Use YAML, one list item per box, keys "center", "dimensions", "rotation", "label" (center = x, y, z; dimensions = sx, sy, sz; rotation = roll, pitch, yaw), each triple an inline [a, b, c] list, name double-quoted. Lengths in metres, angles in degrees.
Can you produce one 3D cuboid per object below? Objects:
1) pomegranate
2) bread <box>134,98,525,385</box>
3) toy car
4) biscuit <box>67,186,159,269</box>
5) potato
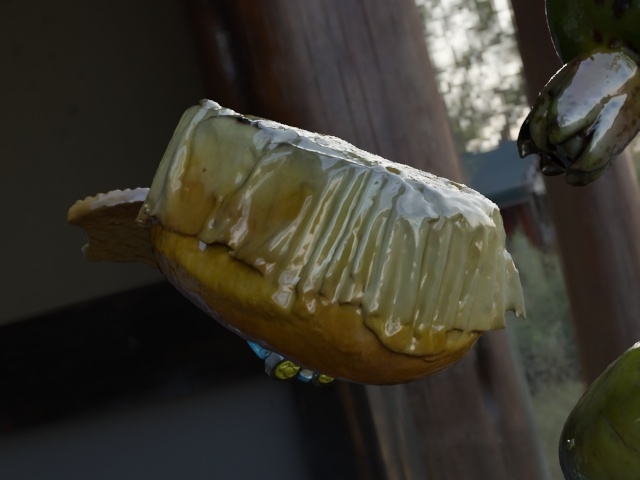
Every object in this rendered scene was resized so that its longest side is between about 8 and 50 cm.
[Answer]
- center: [0.218, -0.133, 0.846]
  dimensions: [0.248, 0.202, 0.202]
  rotation: [-49, 8, -15]
  label: "pomegranate"
- center: [-0.011, -0.002, 1.233]
  dimensions: [0.236, 0.183, 0.389]
  rotation: [11, 9, -36]
  label: "bread"
- center: [-0.016, 0.112, 1.724]
  dimensions: [0.161, 0.126, 0.098]
  rotation: [18, -58, -37]
  label: "toy car"
- center: [-0.168, 0.002, 1.520]
  dimensions: [0.176, 0.031, 0.228]
  rotation: [-14, -32, 12]
  label: "biscuit"
- center: [0.289, 0.156, 1.141]
  dimensions: [0.197, 0.148, 0.228]
  rotation: [-11, -26, -32]
  label: "potato"
